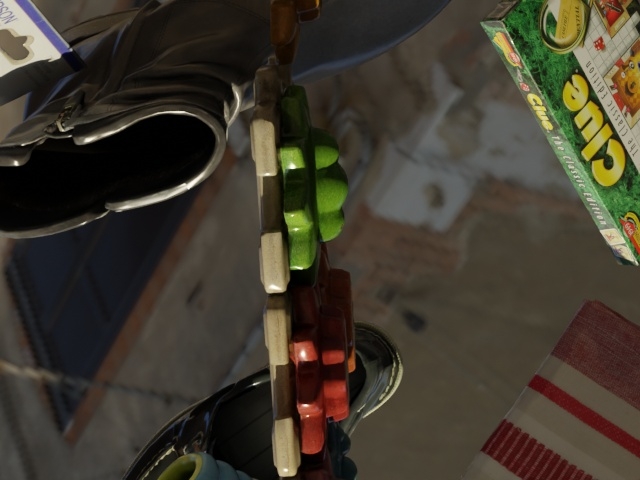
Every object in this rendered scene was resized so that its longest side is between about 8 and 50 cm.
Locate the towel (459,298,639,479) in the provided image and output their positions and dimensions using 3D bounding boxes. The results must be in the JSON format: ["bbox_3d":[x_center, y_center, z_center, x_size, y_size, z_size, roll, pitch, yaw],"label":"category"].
[{"bbox_3d":[0.226,0.237,1.351,0.237,0.037,0.329,33,-100,21],"label":"towel"}]

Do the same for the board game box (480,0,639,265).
[{"bbox_3d":[0.236,-0.118,1.360,0.136,0.030,0.260,-46,-60,-21],"label":"board game box"}]

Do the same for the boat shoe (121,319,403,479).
[{"bbox_3d":[-0.070,0.197,1.544,0.127,0.340,0.113,58,-175,3],"label":"boat shoe"}]

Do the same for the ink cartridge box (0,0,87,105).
[{"bbox_3d":[-0.315,-0.080,0.973,0.332,0.165,0.065,-24,-104,0],"label":"ink cartridge box"}]

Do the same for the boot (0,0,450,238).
[{"bbox_3d":[-0.055,-0.105,1.056,0.118,0.338,0.223,59,-164,-20],"label":"boot"}]

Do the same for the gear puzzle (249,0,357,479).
[{"bbox_3d":[0.000,0.000,0.756,0.044,0.339,0.175,-3,-170,3],"label":"gear puzzle"}]

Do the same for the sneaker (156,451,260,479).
[{"bbox_3d":[-0.066,0.284,1.140,0.208,0.127,0.319,33,-153,-31],"label":"sneaker"}]
